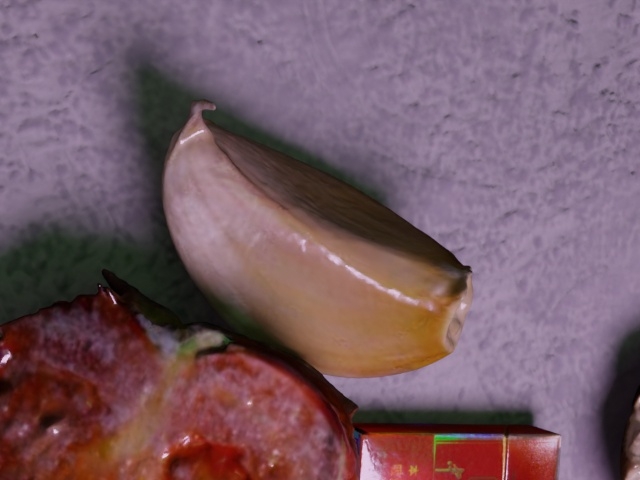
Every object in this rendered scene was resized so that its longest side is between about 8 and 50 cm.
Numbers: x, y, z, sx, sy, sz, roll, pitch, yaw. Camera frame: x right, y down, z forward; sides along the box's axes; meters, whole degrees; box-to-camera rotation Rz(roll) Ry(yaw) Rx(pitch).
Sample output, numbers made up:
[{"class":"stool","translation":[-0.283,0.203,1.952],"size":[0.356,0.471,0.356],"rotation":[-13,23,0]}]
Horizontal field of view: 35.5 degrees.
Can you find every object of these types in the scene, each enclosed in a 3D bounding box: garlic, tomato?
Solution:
[{"class":"garlic","translation":[-0.010,0.001,0.698],"size":[0.245,0.164,0.145],"rotation":[33,63,-15]},{"class":"tomato","translation":[-0.111,0.183,0.673],"size":[0.309,0.170,0.309],"rotation":[-3,79,17]}]

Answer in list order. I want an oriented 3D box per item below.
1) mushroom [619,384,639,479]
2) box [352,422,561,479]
[{"class":"mushroom","translation":[0.339,0.166,0.761],"size":[0.208,0.302,0.233],"rotation":[11,72,16]},{"class":"box","translation":[0.103,0.205,0.798],"size":[0.175,0.048,0.112],"rotation":[3,89,-17]}]
